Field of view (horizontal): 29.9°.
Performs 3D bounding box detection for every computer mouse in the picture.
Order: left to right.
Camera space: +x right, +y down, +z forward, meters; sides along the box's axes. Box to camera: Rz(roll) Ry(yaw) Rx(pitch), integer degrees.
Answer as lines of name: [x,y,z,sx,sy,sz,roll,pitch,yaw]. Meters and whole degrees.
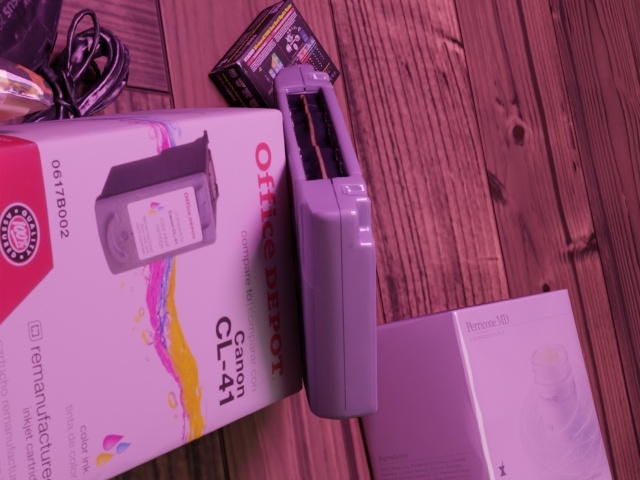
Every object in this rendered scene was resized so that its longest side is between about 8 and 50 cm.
computer mouse: [-0.256,-0.163,0.838,0.272,0.072,0.188,58,41,-35]

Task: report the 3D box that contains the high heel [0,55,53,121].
high heel: [-0.276,-0.165,0.703,0.261,0.093,0.186,9,69,-6]

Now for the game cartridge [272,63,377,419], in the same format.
game cartridge: [0.000,0.000,0.949,0.294,0.060,0.196,-103,-174,-62]

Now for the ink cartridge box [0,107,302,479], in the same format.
ink cartridge box: [-0.156,0.032,0.797,0.306,0.131,0.226,-17,106,-51]

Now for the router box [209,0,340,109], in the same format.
router box: [-0.040,-0.155,1.115,0.092,0.038,0.122,55,41,-23]

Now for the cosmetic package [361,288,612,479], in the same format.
cosmetic package: [0.159,0.175,1.164,0.224,0.138,0.224,-6,80,-52]
